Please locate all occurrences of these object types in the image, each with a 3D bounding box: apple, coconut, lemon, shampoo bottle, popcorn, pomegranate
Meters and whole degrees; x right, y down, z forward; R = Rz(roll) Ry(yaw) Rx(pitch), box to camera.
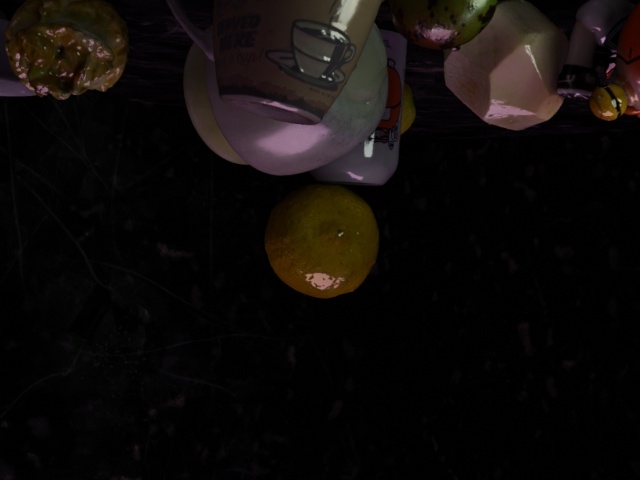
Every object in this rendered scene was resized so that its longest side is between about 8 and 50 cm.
[{"bbox_3d":[0.155,-0.349,2.687,0.196,0.196,0.196,3,-179,0],"label":"apple"},{"bbox_3d":[0.337,-0.300,1.795,0.237,0.197,0.237,32,-159,-14],"label":"coconut"},{"bbox_3d":[0.000,0.000,2.246,0.254,0.253,0.310,3,180,-10],"label":"lemon"},{"bbox_3d":[-0.053,-0.277,1.818,0.317,0.322,0.322,-4,176,36],"label":"shampoo bottle"},{"bbox_3d":[-0.463,-0.361,1.900,0.221,0.204,0.183,-13,-159,4],"label":"popcorn"},{"bbox_3d":[0.166,-0.348,1.455,0.156,0.156,0.220,3,177,16],"label":"pomegranate"}]

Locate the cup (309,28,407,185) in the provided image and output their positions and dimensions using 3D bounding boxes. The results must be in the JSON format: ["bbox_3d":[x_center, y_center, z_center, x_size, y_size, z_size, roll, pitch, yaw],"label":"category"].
[{"bbox_3d":[0.071,-0.280,2.223,0.212,0.317,0.212,3,-178,0],"label":"cup"}]

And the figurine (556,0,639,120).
[{"bbox_3d":[0.542,-0.306,1.612,0.320,0.196,0.323,-37,-153,-21],"label":"figurine"}]

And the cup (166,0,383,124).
[{"bbox_3d":[-0.076,-0.297,1.339,0.301,0.257,0.227,14,176,12],"label":"cup"}]

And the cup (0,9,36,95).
[{"bbox_3d":[-0.745,-0.400,2.147,0.347,0.163,0.347,3,-178,0],"label":"cup"}]
